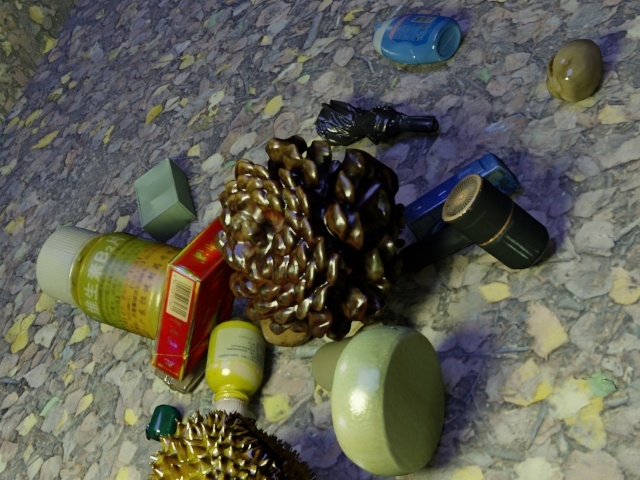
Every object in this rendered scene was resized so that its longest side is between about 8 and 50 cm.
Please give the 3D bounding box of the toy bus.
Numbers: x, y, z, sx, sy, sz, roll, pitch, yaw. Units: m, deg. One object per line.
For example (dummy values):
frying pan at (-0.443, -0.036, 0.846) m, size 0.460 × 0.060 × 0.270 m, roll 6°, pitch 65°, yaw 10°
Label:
toy bus at (0.282, -0.082, 1.737) m, size 0.236 × 0.094 × 0.079 m, roll -34°, pitch 40°, yaw 13°

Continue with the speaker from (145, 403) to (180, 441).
speaker at (-0.348, 0.408, 1.888) m, size 0.094 × 0.060 × 0.075 m, roll 128°, pitch 161°, yaw -55°

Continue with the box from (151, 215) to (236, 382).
box at (-0.256, 0.128, 1.824) m, size 0.089 × 0.313 × 0.197 m, roll 27°, pitch 40°, yaw 11°

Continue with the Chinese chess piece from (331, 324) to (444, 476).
Chinese chess piece at (0.117, 0.267, 1.441) m, size 0.101 × 0.250 × 0.250 m, roll -5°, pitch 53°, yaw 33°

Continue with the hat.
hat at (0.056, 0.213, 1.655) m, size 0.173 × 0.144 × 0.166 m, roll 3°, pitch 52°, yaw 16°

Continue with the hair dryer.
hair dryer at (0.260, 0.011, 1.669) m, size 0.352 × 0.189 × 0.107 m, roll -31°, pitch 30°, yaw 52°

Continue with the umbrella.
umbrella at (0.131, -0.280, 2.057) m, size 0.340 × 0.118 × 0.118 m, roll 6°, pitch 60°, yaw 37°

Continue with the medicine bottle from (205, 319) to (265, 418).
medicine bottle at (-0.180, 0.283, 1.790) m, size 0.122 × 0.122 × 0.212 m, roll -22°, pitch 44°, yaw 25°

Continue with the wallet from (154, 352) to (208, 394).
wallet at (-0.314, 0.288, 1.970) m, size 0.153 × 0.039 × 0.118 m, roll 18°, pitch 64°, yaw 50°

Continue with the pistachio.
pistachio at (0.525, -0.352, 1.767) m, size 0.113 × 0.113 × 0.149 m, roll 18°, pitch 61°, yaw 48°

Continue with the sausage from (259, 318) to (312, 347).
sausage at (-0.101, 0.045, 1.938) m, size 0.501 × 0.123 × 0.136 m, roll -109°, pitch 37°, yaw -49°

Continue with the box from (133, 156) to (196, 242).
box at (-0.435, -0.114, 2.399) m, size 0.129 × 0.086 × 0.225 m, roll -35°, pitch 40°, yaw 10°

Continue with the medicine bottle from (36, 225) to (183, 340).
medicine bottle at (-0.466, 0.094, 2.035) m, size 0.384 × 0.224 × 0.224 m, roll 14°, pitch 64°, yaw 25°

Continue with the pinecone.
pinecone at (0.000, 0.000, 1.648) m, size 0.398 × 0.398 × 0.398 m, roll -23°, pitch 43°, yaw 24°

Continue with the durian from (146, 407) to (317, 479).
durian at (-0.135, 0.469, 1.409) m, size 0.347 × 0.347 × 0.384 m, roll -22°, pitch 43°, yaw 25°

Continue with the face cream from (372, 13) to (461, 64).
face cream at (0.230, -0.513, 2.179) m, size 0.264 × 0.083 × 0.149 m, roll 23°, pitch 72°, yaw 49°
